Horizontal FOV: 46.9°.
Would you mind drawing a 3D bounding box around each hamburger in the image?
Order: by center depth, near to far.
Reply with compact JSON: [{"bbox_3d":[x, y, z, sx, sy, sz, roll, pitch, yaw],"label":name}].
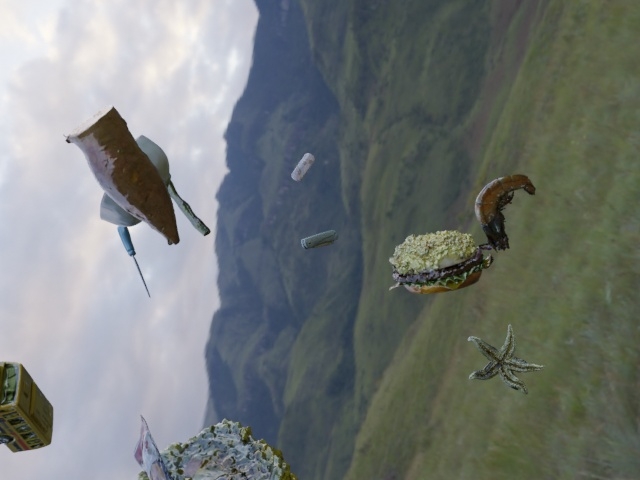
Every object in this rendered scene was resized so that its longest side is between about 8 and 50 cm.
[{"bbox_3d":[0.296,0.047,1.838,0.262,0.243,0.138,-20,-78,-46],"label":"hamburger"}]

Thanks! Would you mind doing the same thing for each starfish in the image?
[{"bbox_3d":[0.489,0.309,1.961,0.053,0.208,0.176,104,-174,-85],"label":"starfish"}]

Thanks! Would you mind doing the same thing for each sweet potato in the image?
[{"bbox_3d":[-0.409,-0.127,1.604,0.336,0.131,0.131,57,-164,-9],"label":"sweet potato"}]

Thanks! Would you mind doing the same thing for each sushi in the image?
[{"bbox_3d":[-0.236,0.647,1.873,0.351,0.396,0.240,-26,-60,-28],"label":"sushi"}]

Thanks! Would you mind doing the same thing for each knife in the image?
[{"bbox_3d":[-0.555,0.063,2.219,0.058,0.032,0.244,124,122,-75],"label":"knife"},{"bbox_3d":[0.000,0.000,2.274,0.162,0.023,0.044,-18,-88,-50],"label":"knife"}]

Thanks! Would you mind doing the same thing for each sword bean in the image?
[{"bbox_3d":[-0.502,-0.126,2.738,0.043,0.269,0.038,-33,-9,-35],"label":"sword bean"}]

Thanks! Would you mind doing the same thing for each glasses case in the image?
[{"bbox_3d":[-0.047,-0.200,2.010,0.083,0.032,0.021,-53,1,10],"label":"glasses case"}]

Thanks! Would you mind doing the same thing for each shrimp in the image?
[{"bbox_3d":[0.609,-0.095,2.393,0.054,0.222,0.290,49,166,51],"label":"shrimp"}]

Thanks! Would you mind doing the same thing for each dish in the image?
[{"bbox_3d":[-0.475,-0.142,1.947,0.256,0.117,0.256,-62,5,10],"label":"dish"}]

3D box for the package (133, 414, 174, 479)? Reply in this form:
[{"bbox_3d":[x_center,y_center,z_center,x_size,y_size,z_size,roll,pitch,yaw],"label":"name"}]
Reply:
[{"bbox_3d":[-0.346,0.503,1.571,0.239,0.030,0.154,53,136,39],"label":"package"}]

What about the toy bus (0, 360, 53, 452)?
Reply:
[{"bbox_3d":[-0.670,0.349,1.581,0.335,0.123,0.121,95,170,-56],"label":"toy bus"}]
